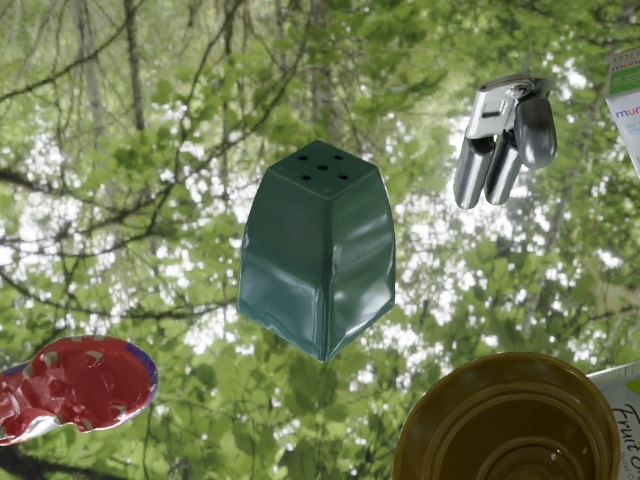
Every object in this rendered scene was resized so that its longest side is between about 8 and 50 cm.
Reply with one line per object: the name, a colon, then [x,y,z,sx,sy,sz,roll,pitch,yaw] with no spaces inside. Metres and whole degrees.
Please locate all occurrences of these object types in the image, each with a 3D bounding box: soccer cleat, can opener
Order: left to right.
soccer cleat: [-0.214,0.124,0.755,0.248,0.083,0.095,-23,-177,37]
can opener: [0.193,-0.085,0.928,0.076,0.283,0.095,-8,-112,-1]

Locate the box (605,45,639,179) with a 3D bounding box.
box: [0.590,-0.193,1.280,0.262,0.231,0.127,-11,-140,34]

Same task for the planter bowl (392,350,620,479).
planter bowl: [0.184,0.220,0.816,0.217,0.090,0.217,-21,-135,22]

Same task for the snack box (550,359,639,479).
snack box: [0.323,0.237,0.960,0.207,0.174,0.070,-22,-178,22]

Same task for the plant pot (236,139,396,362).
plant pot: [0.000,0.000,1.157,0.165,0.234,0.165,28,-137,29]
